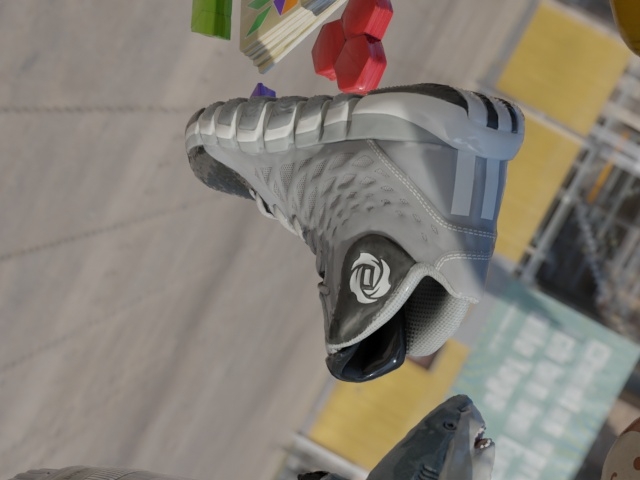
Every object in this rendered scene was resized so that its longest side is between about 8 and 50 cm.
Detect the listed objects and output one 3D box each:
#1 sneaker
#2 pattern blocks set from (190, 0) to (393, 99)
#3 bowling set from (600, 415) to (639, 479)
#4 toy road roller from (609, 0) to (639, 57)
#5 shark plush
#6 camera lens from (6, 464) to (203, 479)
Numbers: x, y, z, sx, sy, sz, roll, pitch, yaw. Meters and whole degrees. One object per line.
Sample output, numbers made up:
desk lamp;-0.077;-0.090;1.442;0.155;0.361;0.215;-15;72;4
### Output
sneaker;0.000;0.000;0.793;0.228;0.086;0.132;-2;-98;55
pattern blocks set;-0.016;-0.235;1.297;0.285;0.026;0.325;-18;-118;53
bowling set;0.137;0.154;0.441;0.154;0.200;0.287;-50;164;-35
toy road roller;0.229;-0.204;0.697;0.240;0.330;0.202;-25;-165;-33
shark plush;0.012;0.135;0.784;0.161;0.067;0.073;-26;170;1
camera lens;-0.089;0.269;1.102;0.219;0.274;0.219;-23;116;-61
